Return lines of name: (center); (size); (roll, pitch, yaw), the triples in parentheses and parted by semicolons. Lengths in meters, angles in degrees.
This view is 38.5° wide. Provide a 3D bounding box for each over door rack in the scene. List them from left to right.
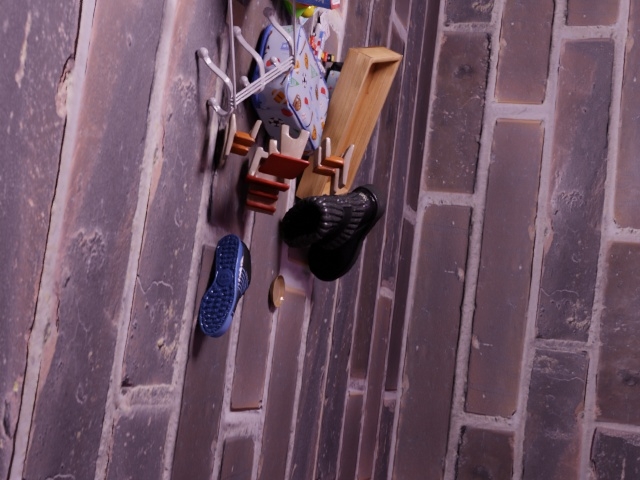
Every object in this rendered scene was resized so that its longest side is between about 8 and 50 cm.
over door rack: (-0.129, -0.434, 1.826); (0.239, 0.108, 0.324); (-45, 159, -40)

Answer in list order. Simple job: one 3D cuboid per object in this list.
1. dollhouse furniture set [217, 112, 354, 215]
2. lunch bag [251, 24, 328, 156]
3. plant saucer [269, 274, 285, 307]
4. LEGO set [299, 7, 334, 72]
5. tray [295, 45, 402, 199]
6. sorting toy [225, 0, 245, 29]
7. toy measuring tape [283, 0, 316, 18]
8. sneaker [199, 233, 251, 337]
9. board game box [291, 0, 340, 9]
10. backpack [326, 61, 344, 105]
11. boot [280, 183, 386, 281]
dollhouse furniture set: (-0.091, -0.146, 1.953); (0.259, 0.262, 0.135); (148, -46, -73)
lunch bag: (-0.065, -0.351, 2.164); (0.303, 0.115, 0.243); (65, 30, -59)
plant saucer: (-0.110, 0.127, 2.299); (0.083, 0.015, 0.083); (5, 90, -72)
LEGO set: (0.006, -0.560, 2.414); (0.182, 0.060, 0.244); (-59, 149, -46)
tray: (0.072, -0.301, 2.390); (0.203, 0.076, 0.411); (-25, 142, -60)
sorting toy: (-0.180, -0.490, 1.936); (0.062, 0.012, 0.083); (13, 86, -67)
toy measuring tape: (-0.056, -0.636, 2.098); (0.330, 0.121, 0.121); (64, 35, -58)
sneaker: (-0.191, 0.106, 1.945); (0.090, 0.081, 0.232); (51, 45, -54)
board game box: (-0.062, -0.569, 1.896); (0.027, 0.281, 0.145); (-23, 123, -32)
backpack: (0.069, -0.396, 2.539); (0.115, 0.152, 0.182); (12, 95, -64)
boot: (-0.002, -0.004, 2.382); (0.260, 0.131, 0.348); (-20, 147, -46)
